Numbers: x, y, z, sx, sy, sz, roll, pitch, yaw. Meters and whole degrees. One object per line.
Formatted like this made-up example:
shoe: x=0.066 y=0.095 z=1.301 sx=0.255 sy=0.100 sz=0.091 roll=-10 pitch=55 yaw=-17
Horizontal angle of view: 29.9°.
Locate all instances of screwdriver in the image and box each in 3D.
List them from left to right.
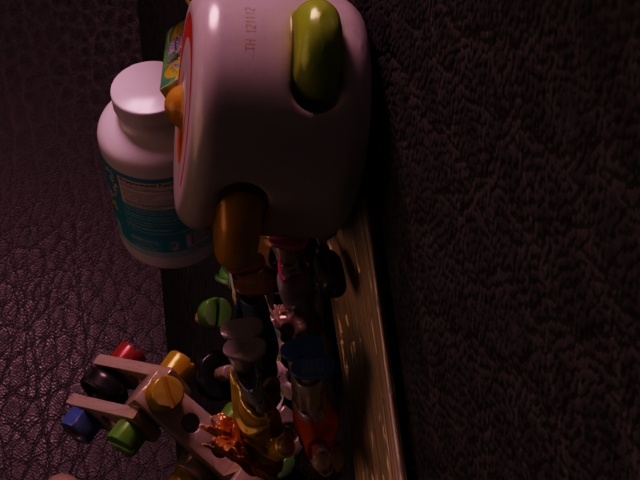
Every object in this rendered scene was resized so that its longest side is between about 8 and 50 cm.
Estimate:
screwdriver: x=0.000 y=0.000 z=1.001 sx=0.170 sy=0.024 sz=0.025 roll=-106 pitch=-11 yaw=-64

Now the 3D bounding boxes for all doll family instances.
doll family: x=-0.049 y=0.106 z=1.029 sx=0.263 sy=0.118 sz=0.163 roll=-99 pitch=2 yaw=-52

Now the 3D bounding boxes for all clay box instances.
clay box: x=-0.123 y=-0.160 z=1.338 sx=0.127 sy=0.053 sz=0.222 roll=56 pitch=-167 yaw=-26

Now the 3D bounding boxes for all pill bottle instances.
pill bottle: x=-0.197 y=-0.096 z=1.497 sx=0.264 sy=0.146 sz=0.146 roll=88 pitch=171 yaw=-50

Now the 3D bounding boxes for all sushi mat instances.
sushi mat: x=0.039 y=0.135 z=0.935 sx=0.151 sy=0.019 sz=0.317 roll=121 pitch=144 yaw=-68

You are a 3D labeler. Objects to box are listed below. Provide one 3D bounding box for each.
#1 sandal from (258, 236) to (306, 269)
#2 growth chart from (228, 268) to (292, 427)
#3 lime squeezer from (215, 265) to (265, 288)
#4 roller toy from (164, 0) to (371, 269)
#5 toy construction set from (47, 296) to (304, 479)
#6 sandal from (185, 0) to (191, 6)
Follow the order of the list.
sandal: x=-0.045 y=-0.001 z=1.216 sx=0.180 sy=0.049 sz=0.072 roll=-145 pitch=52 yaw=-75
growth chart: x=-0.076 y=0.080 z=1.330 sx=0.172 sy=0.021 sz=0.237 roll=-163 pitch=60 yaw=-66
lime squeezer: x=-0.104 y=0.013 z=1.460 sx=0.310 sy=0.058 sz=0.110 roll=108 pitch=145 yaw=-62
roller toy: x=-0.049 y=-0.097 z=0.939 sx=0.191 sy=0.146 sz=0.209 roll=-113 pitch=28 yaw=-67
toy construction set: x=-0.155 y=0.220 z=1.216 sx=0.237 sy=0.308 sz=0.257 roll=-21 pitch=92 yaw=62
sandal: x=-0.056 y=-0.180 z=1.089 sx=0.138 sy=0.126 sz=0.317 roll=-141 pitch=41 yaw=-69
